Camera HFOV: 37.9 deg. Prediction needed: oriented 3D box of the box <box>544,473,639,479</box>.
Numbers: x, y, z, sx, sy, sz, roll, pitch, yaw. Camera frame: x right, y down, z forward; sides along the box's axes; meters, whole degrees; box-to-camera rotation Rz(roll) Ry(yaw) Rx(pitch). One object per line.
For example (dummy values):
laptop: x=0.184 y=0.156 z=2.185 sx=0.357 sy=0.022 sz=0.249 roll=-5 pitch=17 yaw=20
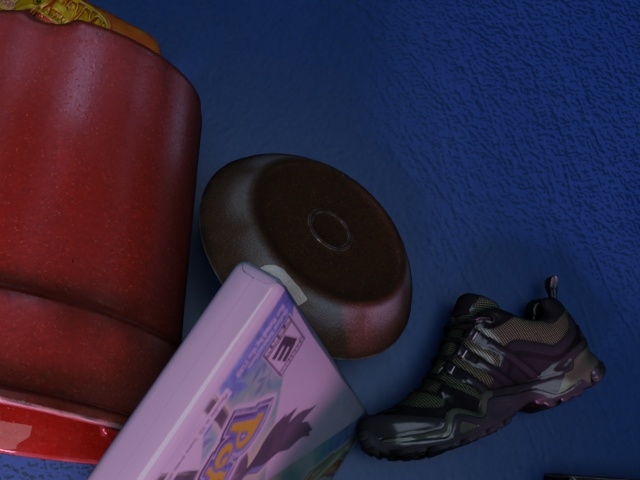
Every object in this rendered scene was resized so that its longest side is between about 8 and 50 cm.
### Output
box: x=0.293 y=0.336 z=0.766 sx=0.216 sy=0.060 sz=0.270 roll=7 pitch=77 yaw=-9

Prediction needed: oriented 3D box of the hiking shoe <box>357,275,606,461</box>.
hiking shoe: x=0.121 y=0.107 z=0.779 sx=0.227 sy=0.086 sz=0.114 roll=-17 pitch=75 yaw=-22

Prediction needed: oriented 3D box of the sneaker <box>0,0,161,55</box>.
sneaker: x=-0.219 y=-0.182 z=0.780 sx=0.175 sy=0.067 sz=0.064 roll=20 pitch=74 yaw=-7

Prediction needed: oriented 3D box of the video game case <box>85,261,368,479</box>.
video game case: x=-0.088 y=0.209 z=0.612 sx=0.036 sy=0.300 sz=0.329 roll=27 pitch=74 yaw=24

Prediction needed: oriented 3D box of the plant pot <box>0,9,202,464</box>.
plant pot: x=-0.204 y=0.004 z=0.659 sx=0.272 sy=0.272 sz=0.265 roll=11 pitch=68 yaw=-8

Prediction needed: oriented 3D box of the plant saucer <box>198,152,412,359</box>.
plant saucer: x=0.000 y=0.000 z=0.741 sx=0.199 sy=0.036 sz=0.198 roll=21 pitch=44 yaw=-22
